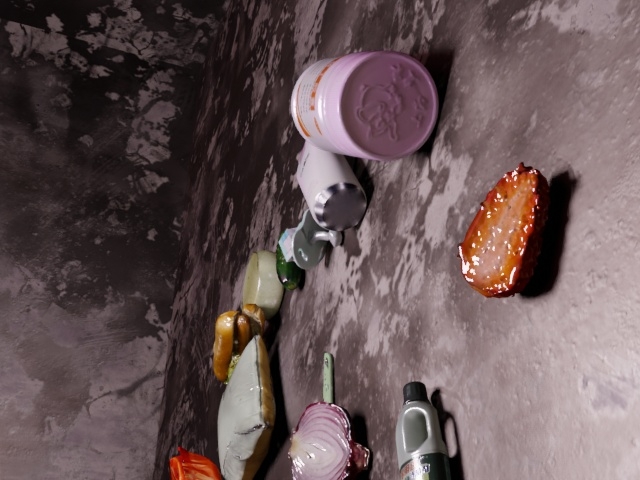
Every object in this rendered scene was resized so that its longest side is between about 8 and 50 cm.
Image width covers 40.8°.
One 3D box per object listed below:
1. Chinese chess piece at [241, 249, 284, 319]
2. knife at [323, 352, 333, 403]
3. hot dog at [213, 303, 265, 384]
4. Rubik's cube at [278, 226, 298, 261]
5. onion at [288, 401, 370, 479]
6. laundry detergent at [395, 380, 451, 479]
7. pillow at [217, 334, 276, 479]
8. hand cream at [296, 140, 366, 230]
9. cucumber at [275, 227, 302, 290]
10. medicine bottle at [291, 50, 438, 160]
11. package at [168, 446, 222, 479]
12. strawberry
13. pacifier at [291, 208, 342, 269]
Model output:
[{"bbox_3d":[-0.151,0.120,2.288,0.188,0.083,0.188,-172,90,-72],"label":"Chinese chess piece"},{"bbox_3d":[0.015,0.360,1.747,0.043,0.020,0.293,125,152,-52],"label":"knife"},{"bbox_3d":[-0.213,0.288,2.256,0.100,0.135,0.337,53,150,27],"label":"hot dog"},{"bbox_3d":[-0.050,0.012,2.074,0.075,0.073,0.084,-30,76,57],"label":"Rubik's cube"},{"bbox_3d":[0.023,0.406,1.584,0.098,0.151,0.206,72,-156,-50],"label":"onion"},{"bbox_3d":[0.154,0.318,1.295,0.099,0.070,0.226,111,162,-50],"label":"laundry detergent"},{"bbox_3d":[-0.184,0.439,2.119,0.310,0.119,0.312,-104,30,-51],"label":"pillow"},{"bbox_3d":[0.004,-0.150,1.915,0.359,0.118,0.185,-115,37,-58],"label":"hand cream"},{"bbox_3d":[-0.081,0.041,2.155,0.227,0.069,0.069,-97,26,-53],"label":"cucumber"},{"bbox_3d":[0.077,-0.262,1.664,0.316,0.202,0.202,-155,77,-70],"label":"medicine bottle"},{"bbox_3d":[-0.286,0.730,2.116,0.196,0.123,0.423,-151,54,-73],"label":"package"},{"bbox_3d":[0.267,-0.006,1.171,0.121,0.082,0.188,37,106,48],"label":"strawberry"},{"bbox_3d":[0.000,0.000,1.923,0.116,0.127,0.150,2,46,34],"label":"pacifier"}]
